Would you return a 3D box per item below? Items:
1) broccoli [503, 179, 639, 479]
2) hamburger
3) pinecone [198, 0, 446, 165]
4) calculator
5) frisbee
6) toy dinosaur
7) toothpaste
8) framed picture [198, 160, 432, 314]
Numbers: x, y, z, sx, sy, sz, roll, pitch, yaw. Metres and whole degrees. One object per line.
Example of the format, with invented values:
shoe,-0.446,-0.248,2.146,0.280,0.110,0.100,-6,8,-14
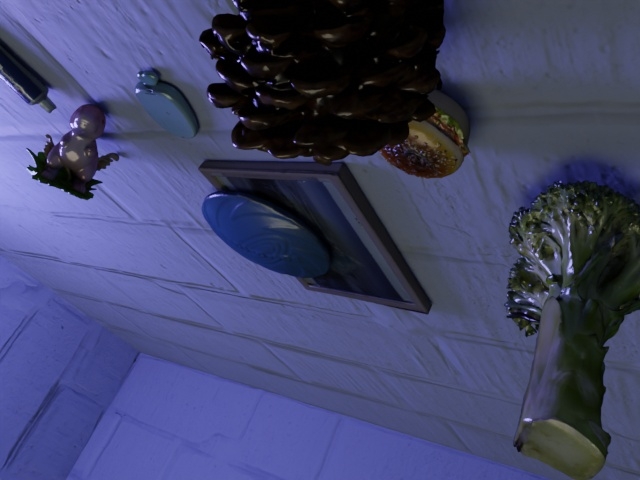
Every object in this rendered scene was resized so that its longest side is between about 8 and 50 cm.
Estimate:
broccoli,0.308,0.085,0.718,0.221,0.361,0.252,35,117,-3
hamburger,0.126,-0.130,0.768,0.127,0.081,0.141,35,155,-19
pinecone,0.012,-0.192,0.599,0.244,0.243,0.257,29,135,-5
calculator,-0.258,-0.223,1.024,0.095,0.021,0.153,13,155,25
frisbee,-0.117,0.005,1.235,0.290,0.049,0.289,22,155,11
toy dinosaur,-0.481,-0.187,1.188,0.152,0.176,0.194,26,-176,-9
toothpaste,-0.584,-0.332,1.100,0.069,0.047,0.268,15,152,51
framed picture,0.000,0.000,1.202,0.326,0.028,0.446,6,148,37
